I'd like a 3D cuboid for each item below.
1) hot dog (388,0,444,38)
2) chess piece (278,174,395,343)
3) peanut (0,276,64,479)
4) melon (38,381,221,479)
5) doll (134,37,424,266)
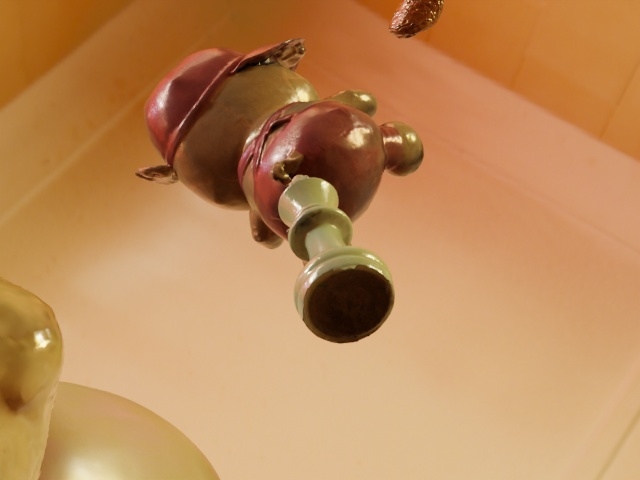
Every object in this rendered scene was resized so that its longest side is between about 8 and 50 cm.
[{"bbox_3d":[0.109,-0.263,1.419,0.035,0.058,0.083,35,-105,-31],"label":"hot dog"},{"bbox_3d":[0.000,0.000,0.771,0.059,0.059,0.149,-6,-149,-12],"label":"chess piece"},{"bbox_3d":[-0.179,0.107,0.366,0.123,0.123,0.256,35,-106,14],"label":"peanut"},{"bbox_3d":[-0.185,0.218,0.904,0.223,0.317,0.223,-9,-117,20],"label":"melon"},{"bbox_3d":[-0.044,-0.091,1.167,0.256,0.152,0.196,32,-126,32],"label":"doll"}]
